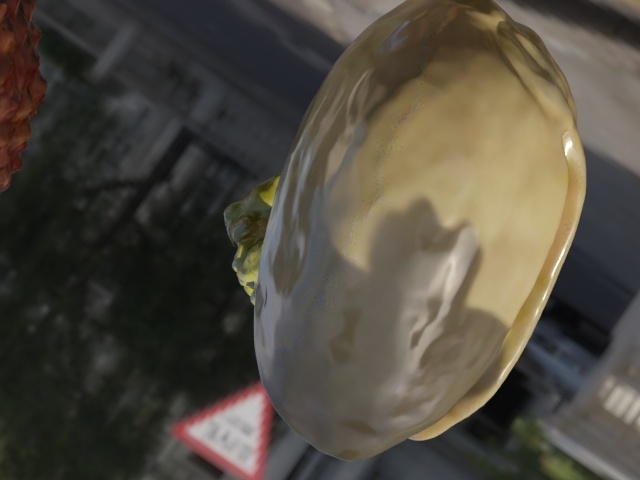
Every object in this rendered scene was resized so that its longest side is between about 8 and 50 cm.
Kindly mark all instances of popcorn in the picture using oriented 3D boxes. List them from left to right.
[{"bbox_3d":[0.000,0.000,1.494,0.126,0.145,0.126,34,-147,-63],"label":"popcorn"}]

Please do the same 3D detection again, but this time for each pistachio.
[{"bbox_3d":[0.059,-0.009,1.179,0.187,0.299,0.187,19,-163,-6],"label":"pistachio"}]

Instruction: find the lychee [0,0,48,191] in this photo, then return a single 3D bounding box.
[{"bbox_3d":[-0.262,-0.084,0.902,0.264,0.264,0.300,35,-172,-42],"label":"lychee"}]
